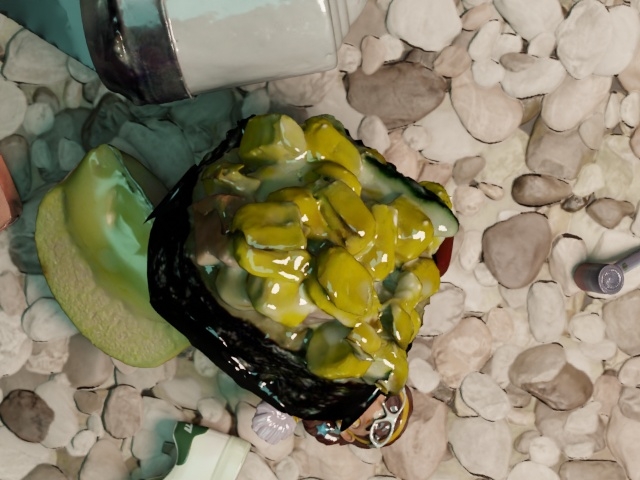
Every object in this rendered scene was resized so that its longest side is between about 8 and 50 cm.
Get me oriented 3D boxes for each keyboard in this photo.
[{"bbox_3d":[-0.332,-0.283,1.633,0.196,0.015,0.074,31,105,-4],"label":"keyboard"}]

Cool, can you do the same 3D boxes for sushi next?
[{"bbox_3d":[0.000,0.000,1.488,0.328,0.285,0.329,41,56,-4],"label":"sushi"}]

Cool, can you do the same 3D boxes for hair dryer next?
[{"bbox_3d":[0.373,0.029,1.658,0.114,0.063,0.037,-27,100,-16],"label":"hair dryer"}]

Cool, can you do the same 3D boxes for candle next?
[{"bbox_3d":[-0.086,-0.279,1.521,0.342,0.221,0.221,-9,101,3],"label":"candle"}]

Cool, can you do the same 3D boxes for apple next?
[{"bbox_3d":[-0.239,0.022,1.642,0.193,0.120,0.265,-28,99,24],"label":"apple"}]

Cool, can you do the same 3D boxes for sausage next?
[{"bbox_3d":[0.132,0.005,1.654,0.054,0.059,0.094,20,106,42],"label":"sausage"}]

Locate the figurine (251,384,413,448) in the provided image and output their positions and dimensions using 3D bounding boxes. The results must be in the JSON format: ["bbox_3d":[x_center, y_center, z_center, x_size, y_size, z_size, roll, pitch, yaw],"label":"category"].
[{"bbox_3d":[-0.002,0.179,1.664,0.240,0.116,0.175,22,83,2],"label":"figurine"}]

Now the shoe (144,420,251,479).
[{"bbox_3d":[-0.187,0.352,1.724,0.110,0.095,0.265,28,96,2],"label":"shoe"}]

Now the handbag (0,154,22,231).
[{"bbox_3d":[-0.476,-0.092,1.654,0.157,0.059,0.212,-22,99,5],"label":"handbag"}]
